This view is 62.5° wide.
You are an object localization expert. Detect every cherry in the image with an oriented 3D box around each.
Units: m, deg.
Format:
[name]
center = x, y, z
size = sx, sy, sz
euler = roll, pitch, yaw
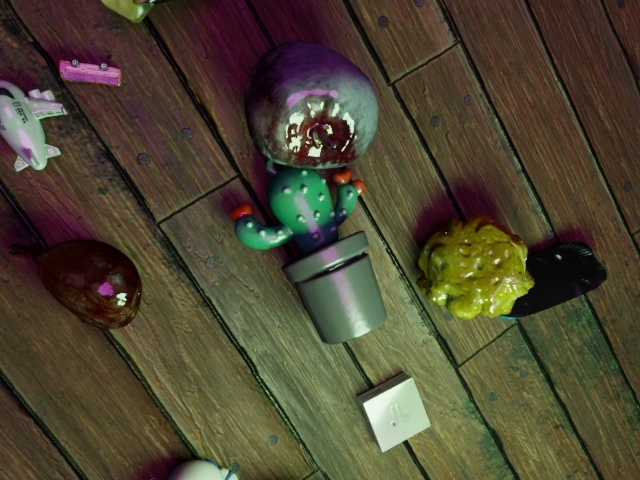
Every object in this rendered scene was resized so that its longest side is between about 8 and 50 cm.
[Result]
[cherry]
center = -0.019, -0.257, 1.011
size = 0.255, 0.218, 0.296
euler = -6, 53, -9

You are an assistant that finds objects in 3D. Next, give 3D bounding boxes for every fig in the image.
[fig]
center = -0.458, 0.059, 0.987
size = 0.274, 0.170, 0.145
euler = 24, 69, 3

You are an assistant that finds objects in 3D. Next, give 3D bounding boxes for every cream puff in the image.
[cream puff]
center = 0.338, 0.064, 1.159
size = 0.196, 0.244, 0.244
euler = 8, 92, -44

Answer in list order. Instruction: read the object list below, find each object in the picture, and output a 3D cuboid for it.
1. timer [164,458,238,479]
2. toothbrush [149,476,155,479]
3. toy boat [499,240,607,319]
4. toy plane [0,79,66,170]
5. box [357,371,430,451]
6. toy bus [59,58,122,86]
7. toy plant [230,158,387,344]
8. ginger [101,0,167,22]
[timer]
center = -0.148, 0.578, 1.075
size = 0.383, 0.270, 0.270
euler = 30, 86, 0
[toothbrush]
center = -0.392, 0.571, 1.102
size = 0.011, 0.014, 0.167
euler = 33, 85, -24
[toy boat]
center = 0.527, 0.110, 1.278
size = 0.299, 0.092, 0.134
euler = -19, 65, -5
[toy plane]
center = -0.552, -0.211, 0.964
size = 0.174, 0.080, 0.174
euler = -1, 92, -14
[box]
center = 0.169, 0.395, 1.221
size = 0.130, 0.051, 0.129
euler = -24, 100, -12
[toy bus]
center = -0.439, -0.319, 1.010
size = 0.110, 0.031, 0.043
euler = 3, 100, -16
[toy plant]
center = -0.013, 0.005, 1.080
size = 0.279, 0.185, 0.400
euler = -22, 92, 7
[ginger]
center = -0.294, -0.623, 0.896
size = 0.211, 0.358, 0.413
euler = 26, 76, 19
